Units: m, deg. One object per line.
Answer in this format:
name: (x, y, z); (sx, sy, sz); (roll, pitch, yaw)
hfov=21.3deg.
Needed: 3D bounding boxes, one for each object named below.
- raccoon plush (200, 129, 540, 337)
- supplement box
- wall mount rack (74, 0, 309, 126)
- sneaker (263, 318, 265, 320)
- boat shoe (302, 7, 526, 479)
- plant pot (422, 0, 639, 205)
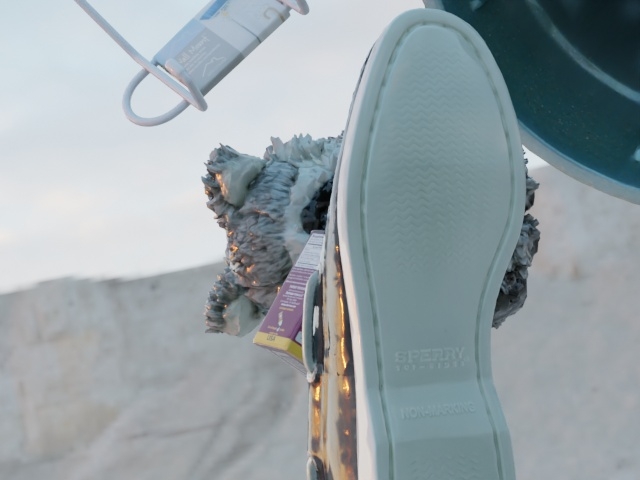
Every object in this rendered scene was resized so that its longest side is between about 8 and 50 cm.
raccoon plush: (0.000, 0.000, 1.574); (0.299, 0.216, 0.446); (-7, -5, -18)
supplement box: (0.004, 0.043, 1.071); (0.055, 0.083, 0.043); (37, -15, -30)
wall mount rack: (-0.190, -0.339, 2.381); (0.350, 0.304, 0.130); (-45, -36, -10)
sneaker: (-0.016, 0.044, 1.670); (0.080, 0.094, 0.212); (20, -8, 6)
boat shoe: (0.038, 0.034, 0.874); (0.114, 0.302, 0.091); (10, -12, -28)
plant pot: (0.291, -0.247, 1.165); (0.341, 0.341, 0.334); (-24, 17, 47)
